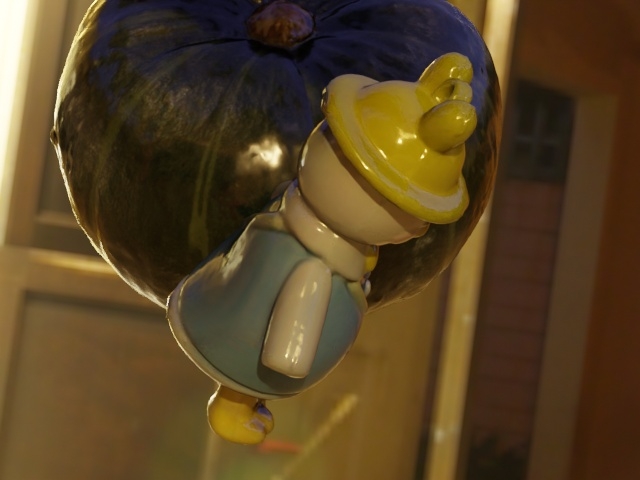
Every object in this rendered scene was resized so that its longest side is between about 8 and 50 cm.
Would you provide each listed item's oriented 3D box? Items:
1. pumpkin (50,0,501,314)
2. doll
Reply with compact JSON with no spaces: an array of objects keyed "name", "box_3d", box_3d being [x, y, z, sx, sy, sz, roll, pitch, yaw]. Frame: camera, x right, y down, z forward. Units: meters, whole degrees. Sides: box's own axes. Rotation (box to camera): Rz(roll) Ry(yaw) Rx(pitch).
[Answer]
[{"name":"pumpkin","box_3d":[-0.028,-0.073,1.200,0.300,0.300,0.207,8,-41,10]},{"name":"doll","box_3d":[0.001,0.001,0.933,0.099,0.241,0.135,46,31,9]}]
